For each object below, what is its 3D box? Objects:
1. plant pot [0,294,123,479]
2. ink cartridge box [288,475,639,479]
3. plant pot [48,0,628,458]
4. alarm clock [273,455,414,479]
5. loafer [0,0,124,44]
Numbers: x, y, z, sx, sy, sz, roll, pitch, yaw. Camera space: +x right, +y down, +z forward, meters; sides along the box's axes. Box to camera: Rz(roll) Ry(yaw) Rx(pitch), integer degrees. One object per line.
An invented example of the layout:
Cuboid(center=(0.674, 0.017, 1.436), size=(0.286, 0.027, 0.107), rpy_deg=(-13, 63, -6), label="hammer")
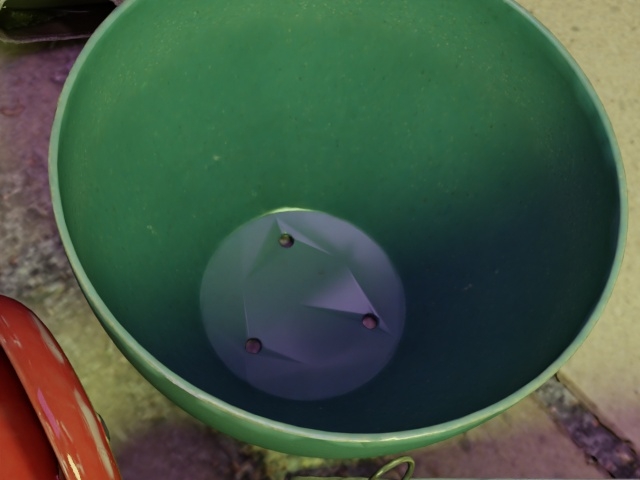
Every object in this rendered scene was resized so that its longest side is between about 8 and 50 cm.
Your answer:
Cuboid(center=(-0.197, 0.133, 0.501), size=(0.174, 0.191, 0.191), rpy_deg=(-22, 69, -25), label="plant pot")
Cuboid(center=(0.116, 0.274, 0.514), size=(0.307, 0.072, 0.303), rpy_deg=(-6, 60, 25), label="ink cartridge box")
Cuboid(center=(0.000, 0.000, 0.588), size=(0.290, 0.195, 0.290), rpy_deg=(4, 63, -7), label="plant pot")
Cuboid(center=(-0.025, 0.176, 0.520), size=(0.192, 0.129, 0.064), rpy_deg=(-39, 53, -8), label="alarm clock")
Cuboid(center=(-0.123, -0.185, 0.722), size=(0.269, 0.102, 0.092), rpy_deg=(-7, 66, -2), label="loafer")
